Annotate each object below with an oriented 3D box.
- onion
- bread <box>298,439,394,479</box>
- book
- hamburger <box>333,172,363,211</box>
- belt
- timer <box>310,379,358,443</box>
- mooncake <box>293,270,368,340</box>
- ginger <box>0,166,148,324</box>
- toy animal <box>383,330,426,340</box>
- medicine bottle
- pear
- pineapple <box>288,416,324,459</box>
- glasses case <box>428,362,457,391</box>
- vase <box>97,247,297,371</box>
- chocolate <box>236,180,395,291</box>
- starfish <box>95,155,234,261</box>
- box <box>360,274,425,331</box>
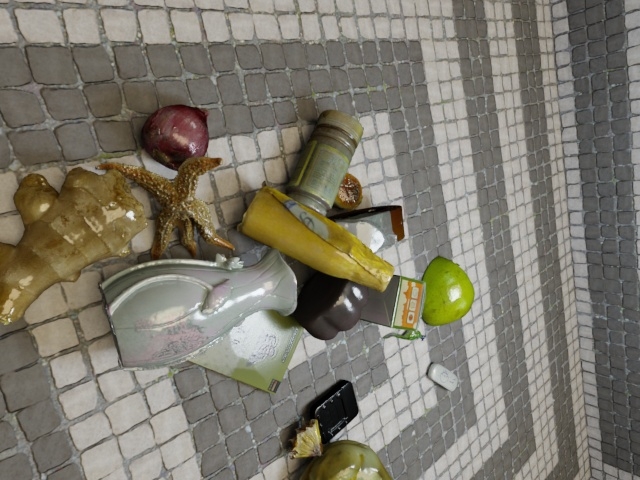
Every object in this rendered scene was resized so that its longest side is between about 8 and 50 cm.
[{"bbox_3d":[-0.340,-0.267,1.026,0.159,0.160,0.194,48,54,-29],"label":"onion"},{"bbox_3d":[0.078,0.808,1.359,0.301,0.210,0.341,-37,110,-5],"label":"bread"},{"bbox_3d":[-0.216,0.285,1.215,0.352,0.035,0.239,37,69,-32],"label":"book"},{"bbox_3d":[0.085,-0.163,1.389,0.141,0.082,0.126,42,68,-30],"label":"hamburger"},{"bbox_3d":[0.143,-0.033,1.351,0.339,0.217,0.122,-18,104,-46],"label":"belt"},{"bbox_3d":[0.046,0.582,1.419,0.187,0.055,0.144,-25,109,-38],"label":"timer"},{"bbox_3d":[0.031,0.182,1.270,0.133,0.245,0.245,49,64,-24],"label":"mooncake"},{"bbox_3d":[-0.561,-0.011,0.862,0.375,0.166,0.236,-43,124,-33],"label":"ginger"},{"bbox_3d":[0.336,0.356,1.635,0.217,0.041,0.074,12,87,-33],"label":"toy animal"},{"bbox_3d":[0.007,-0.228,1.283,0.151,0.151,0.322,32,73,-34],"label":"medicine bottle"},{"bbox_3d":[0.515,0.241,1.715,0.239,0.139,0.288,-33,110,-22],"label":"pear"},{"bbox_3d":[-0.036,0.636,1.312,0.137,0.116,0.069,-59,170,6],"label":"pineapple"},{"bbox_3d":[0.529,0.589,1.785,0.197,0.049,0.076,39,70,-32],"label":"glasses case"},{"bbox_3d":[-0.280,0.150,1.021,0.446,0.250,0.249,-13,100,-30],"label":"vase"},{"bbox_3d":[0.000,0.000,1.157,0.446,0.162,0.162,27,73,1],"label":"chocolate"},{"bbox_3d":[-0.359,-0.055,1.017,0.302,0.084,0.293,-5,123,0],"label":"starfish"},{"bbox_3d":[0.241,0.210,1.456,0.148,0.195,0.177,15,82,-37],"label":"box"}]
